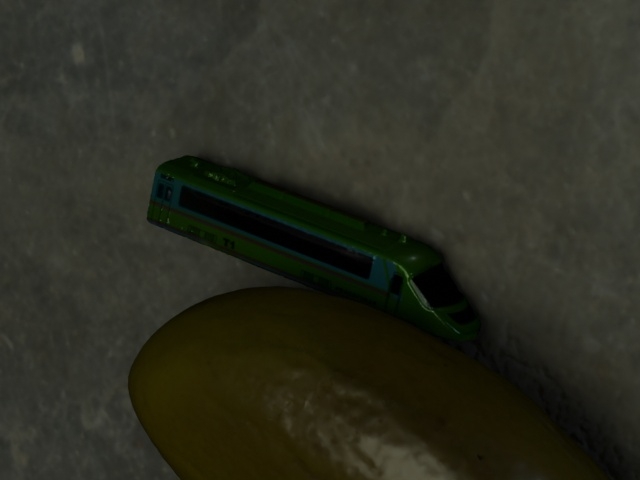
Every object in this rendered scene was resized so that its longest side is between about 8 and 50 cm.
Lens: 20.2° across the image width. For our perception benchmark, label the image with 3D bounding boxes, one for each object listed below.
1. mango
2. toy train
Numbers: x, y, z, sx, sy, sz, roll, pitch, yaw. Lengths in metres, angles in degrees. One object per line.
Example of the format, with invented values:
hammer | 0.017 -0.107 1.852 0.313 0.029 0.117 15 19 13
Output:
mango | 0.045 0.140 0.968 0.331 0.142 0.195 44 128 7
toy train | 0.000 0.000 1.020 0.209 0.044 0.042 21 112 24
